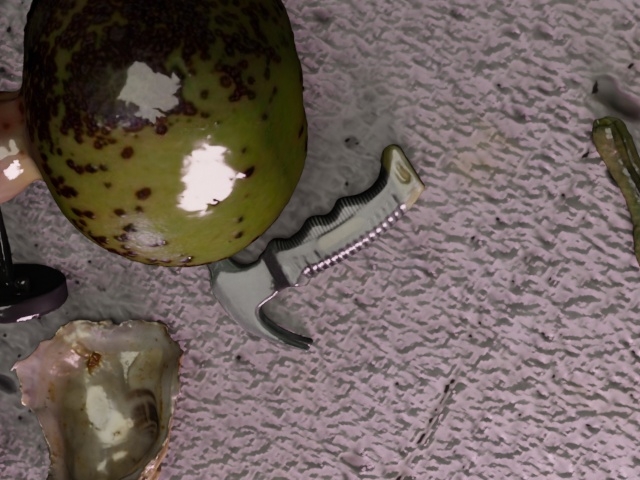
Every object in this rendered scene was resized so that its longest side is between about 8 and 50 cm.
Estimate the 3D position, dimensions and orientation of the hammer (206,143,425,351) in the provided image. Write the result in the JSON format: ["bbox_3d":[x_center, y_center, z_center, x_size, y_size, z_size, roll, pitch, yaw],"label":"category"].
[{"bbox_3d":[0.000,0.000,1.079,0.226,0.041,0.158,-35,95,8],"label":"hammer"}]

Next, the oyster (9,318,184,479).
[{"bbox_3d":[-0.210,0.193,1.103,0.162,0.107,0.232,1,80,9],"label":"oyster"}]

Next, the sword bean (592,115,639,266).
[{"bbox_3d":[0.311,0.009,1.064,0.043,0.038,0.269,-23,97,-18],"label":"sword bean"}]

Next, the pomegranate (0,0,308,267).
[{"bbox_3d":[-0.184,-0.110,0.956,0.341,0.285,0.285,-13,97,-2],"label":"pomegranate"}]

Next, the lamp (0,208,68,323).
[{"bbox_3d":[-0.331,-0.104,1.066,0.108,0.130,0.371,-13,94,48],"label":"lamp"}]
